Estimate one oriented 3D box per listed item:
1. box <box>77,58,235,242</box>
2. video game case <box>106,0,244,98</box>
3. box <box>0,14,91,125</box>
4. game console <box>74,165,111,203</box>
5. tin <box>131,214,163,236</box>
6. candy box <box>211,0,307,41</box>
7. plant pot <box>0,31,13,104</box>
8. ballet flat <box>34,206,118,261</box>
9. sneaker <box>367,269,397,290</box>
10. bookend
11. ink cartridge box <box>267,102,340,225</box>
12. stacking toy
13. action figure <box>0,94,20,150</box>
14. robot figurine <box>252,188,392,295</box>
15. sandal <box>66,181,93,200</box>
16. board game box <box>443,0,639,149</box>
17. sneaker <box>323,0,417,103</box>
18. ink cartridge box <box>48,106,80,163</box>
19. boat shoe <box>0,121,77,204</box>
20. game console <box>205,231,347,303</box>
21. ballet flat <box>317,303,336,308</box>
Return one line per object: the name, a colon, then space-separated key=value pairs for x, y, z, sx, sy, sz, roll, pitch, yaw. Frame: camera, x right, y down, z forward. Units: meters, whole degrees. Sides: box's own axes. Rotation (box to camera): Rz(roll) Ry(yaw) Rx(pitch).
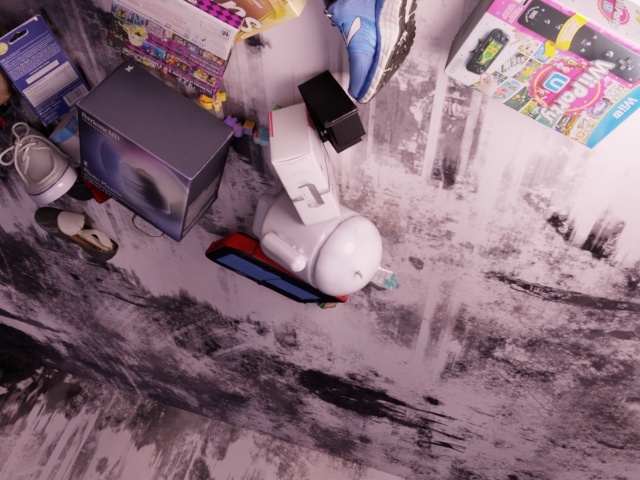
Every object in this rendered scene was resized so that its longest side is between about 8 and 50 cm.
box: x=-0.382 y=-0.196 z=1.636 sx=0.296 sy=0.182 sz=0.294 roll=33 pitch=148 yaw=3
video game case: x=-0.273 y=-0.385 z=1.324 sx=0.232 sy=0.041 sz=0.210 roll=26 pitch=148 yaw=-7
box: x=-0.625 y=-0.381 z=1.604 sx=0.036 sy=0.136 sz=0.225 roll=39 pitch=162 yaw=38
game console: x=-0.583 y=-0.156 z=1.874 sx=0.085 sy=0.144 sz=0.124 roll=-29 pitch=99 yaw=36
tin: x=-0.475 y=-0.067 z=2.056 sx=0.106 sy=0.040 sz=0.190 roll=27 pitch=146 yaw=-17
candy box: x=-0.194 y=-0.452 z=1.301 sx=0.316 sy=0.087 sz=0.183 roll=-8 pitch=137 yaw=38
plant pot: x=-0.766 y=-0.424 z=1.596 sx=0.110 sy=0.237 sz=0.237 roll=-42 pitch=120 yaw=9
ballet flat: x=-0.737 y=-0.031 z=2.212 sx=0.096 sy=0.095 sz=0.280 roll=-20 pitch=140 yaw=33
sneaker: x=0.122 y=0.091 z=1.929 sx=0.166 sy=0.065 sz=0.076 roll=34 pitch=149 yaw=-15
bookend: x=0.036 y=-0.228 z=1.427 sx=0.072 sy=0.156 sz=0.157 roll=-28 pitch=136 yaw=-1
ink cartridge box: x=-0.033 y=-0.160 z=1.540 sx=0.092 sy=0.158 sz=0.218 roll=-13 pitch=142 yaw=9
stacking toy: x=-0.159 y=-0.243 z=1.615 sx=0.221 sy=0.052 sz=0.167 roll=15 pitch=146 yaw=8
action figure: x=-0.950 y=-0.337 z=1.815 sx=0.341 sy=0.178 sz=0.330 roll=-13 pitch=124 yaw=38
robot figurine: x=0.000 y=0.000 z=1.682 sx=0.353 sy=0.300 sz=0.199 roll=31 pitch=124 yaw=32
sandal: x=-0.642 y=-0.160 z=2.021 sx=0.179 sy=0.040 sz=0.067 roll=-20 pitch=136 yaw=26
board game box: x=0.392 y=-0.308 z=1.179 sx=0.303 sy=0.097 sz=0.224 roll=25 pitch=147 yaw=-7
sneaker: x=0.084 y=-0.382 z=1.244 sx=0.147 sy=0.130 sz=0.330 roll=29 pitch=145 yaw=14
ink cartridge box: x=-0.582 y=-0.252 z=1.798 sx=0.090 sy=0.092 sz=0.143 roll=-15 pitch=132 yaw=42
boat shoe: x=-0.716 y=-0.217 z=1.786 sx=0.156 sy=0.136 sz=0.367 roll=56 pitch=173 yaw=-36
game console: x=-0.134 y=0.091 z=1.961 sx=0.342 sy=0.060 sz=0.386 roll=32 pitch=166 yaw=-14
ballet flat: x=0.055 y=0.138 z=2.043 sx=0.067 sy=0.073 sz=0.206 roll=3 pitch=156 yaw=-23
